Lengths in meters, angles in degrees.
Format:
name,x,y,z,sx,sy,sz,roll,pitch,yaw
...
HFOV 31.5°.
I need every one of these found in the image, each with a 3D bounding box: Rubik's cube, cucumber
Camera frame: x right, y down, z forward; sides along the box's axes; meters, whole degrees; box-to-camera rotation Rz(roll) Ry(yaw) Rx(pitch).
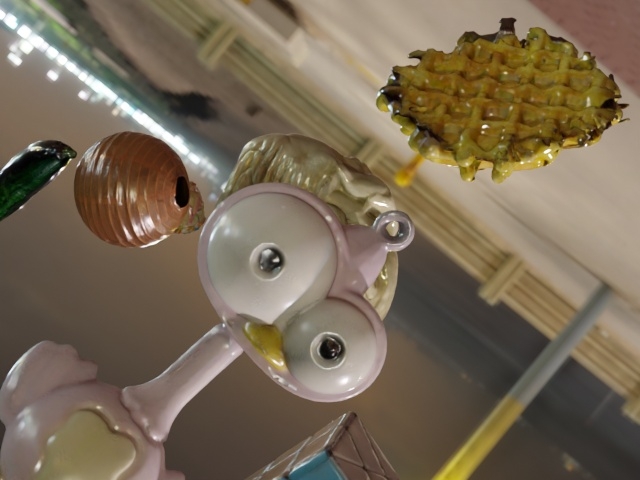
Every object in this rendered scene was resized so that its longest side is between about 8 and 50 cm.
name,x,y,z,sx,sy,sz,roll,pitch,yaw
Rubik's cube,0.003,0.417,1.637,0.231,0.225,0.221,56,-168,2
cucumber,-0.369,-0.070,1.376,0.056,0.056,0.284,39,144,-21

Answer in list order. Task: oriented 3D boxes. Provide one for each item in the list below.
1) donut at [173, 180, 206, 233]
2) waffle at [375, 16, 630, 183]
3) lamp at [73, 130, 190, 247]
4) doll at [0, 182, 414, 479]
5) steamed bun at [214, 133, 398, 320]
name,x,y,z,sx,sy,sz,roll,pitch,yaw
donut,-0.232,-0.053,1.687,0.108,0.065,0.166,22,-161,38
waffle,0.306,-0.237,1.919,0.379,0.382,0.095,-126,20,-47
lamp,-0.213,-0.057,1.290,0.136,0.136,0.136,39,180,0
doll,-0.087,0.093,0.747,0.160,0.365,0.094,52,177,4
steamed bun,-0.001,0.003,1.691,0.289,0.276,0.203,30,-171,18
